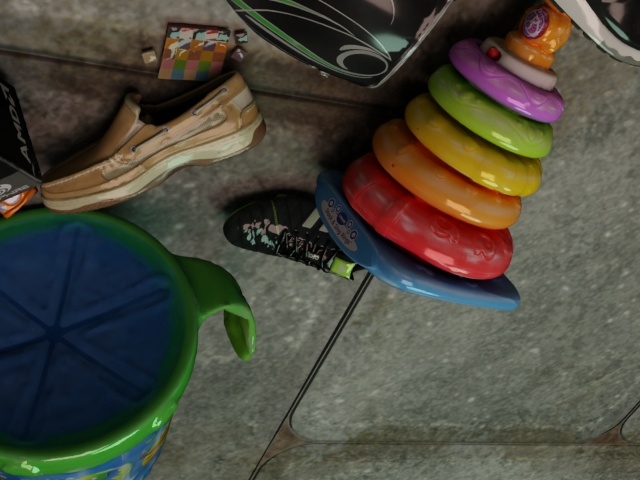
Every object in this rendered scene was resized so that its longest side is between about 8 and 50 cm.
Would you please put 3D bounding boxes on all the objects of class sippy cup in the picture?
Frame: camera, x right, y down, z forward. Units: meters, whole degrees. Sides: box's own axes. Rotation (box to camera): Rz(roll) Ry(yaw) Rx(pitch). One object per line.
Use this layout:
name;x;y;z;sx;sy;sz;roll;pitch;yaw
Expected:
sippy cup;-0.222;0.126;0.947;0.305;0.240;0.224;11;147;2

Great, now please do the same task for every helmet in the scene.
helmet;0.007;-0.195;0.701;0.161;0.169;0.169;35;121;-11

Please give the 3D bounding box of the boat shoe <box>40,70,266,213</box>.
boat shoe;-0.142;-0.085;0.859;0.190;0.068;0.072;-23;124;-3

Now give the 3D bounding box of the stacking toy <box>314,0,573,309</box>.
stacking toy;0.140;-0.102;0.890;0.165;0.175;0.302;14;118;-35

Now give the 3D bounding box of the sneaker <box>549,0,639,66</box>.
sneaker;0.214;-0.218;0.748;0.283;0.107;0.124;26;151;-29

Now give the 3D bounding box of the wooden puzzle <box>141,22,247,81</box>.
wooden puzzle;-0.098;-0.146;0.842;0.083;0.006;0.049;0;136;-22

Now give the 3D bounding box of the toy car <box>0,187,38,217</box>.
toy car;-0.283;-0.027;0.865;0.122;0.060;0.040;-33;125;14

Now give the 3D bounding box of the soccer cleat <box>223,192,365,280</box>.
soccer cleat;0.000;0.000;0.987;0.178;0.072;0.060;4;134;-24

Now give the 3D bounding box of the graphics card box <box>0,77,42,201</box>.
graphics card box;-0.355;-0.074;0.649;0.232;0.094;0.371;-23;164;7
